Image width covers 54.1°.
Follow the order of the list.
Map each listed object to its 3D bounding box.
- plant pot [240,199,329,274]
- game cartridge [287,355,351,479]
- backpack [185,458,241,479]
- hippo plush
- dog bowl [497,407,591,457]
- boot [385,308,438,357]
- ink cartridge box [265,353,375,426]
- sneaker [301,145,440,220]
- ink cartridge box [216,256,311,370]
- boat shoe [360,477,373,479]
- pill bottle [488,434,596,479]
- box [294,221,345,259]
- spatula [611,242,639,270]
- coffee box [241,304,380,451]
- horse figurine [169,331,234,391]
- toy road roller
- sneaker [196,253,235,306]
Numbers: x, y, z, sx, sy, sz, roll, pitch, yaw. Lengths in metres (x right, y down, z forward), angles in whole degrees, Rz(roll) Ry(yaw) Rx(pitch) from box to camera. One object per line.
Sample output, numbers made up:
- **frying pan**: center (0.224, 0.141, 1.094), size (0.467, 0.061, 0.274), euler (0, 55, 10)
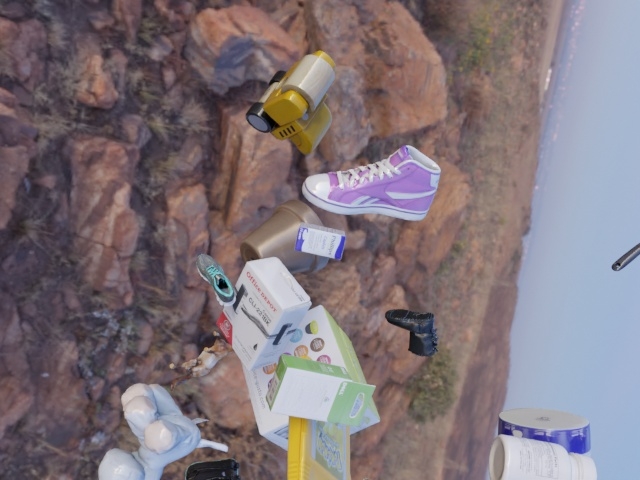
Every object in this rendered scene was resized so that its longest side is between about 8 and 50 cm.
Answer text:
- **plant pot**: center (-0.137, 0.023, 2.080), size (0.229, 0.263, 0.263), euler (-26, 133, -30)
- **game cartridge**: center (0.005, 0.475, 1.457), size (0.285, 0.052, 0.324), euler (56, 24, -45)
- **backpack**: center (-0.383, 0.859, 2.197), size (0.166, 0.188, 0.144), euler (-116, -144, -63)
- **hippo plush**: center (-0.449, 0.523, 1.604), size (0.236, 0.234, 0.294), euler (-49, 147, -1)
- **dog bowl**: center (0.669, 0.584, 1.882), size (0.265, 0.264, 0.104), euler (4, 86, -71)
- **boot**: center (0.206, 0.208, 1.408), size (0.045, 0.121, 0.099), euler (-52, 140, -56)
- **ink cartridge box**: center (0.000, 0.322, 1.338), size (0.062, 0.209, 0.109), euler (-130, -121, -66)
- **sneaker**: center (0.109, -0.138, 1.294), size (0.102, 0.282, 0.161), euler (-101, -160, -45)
- **ink cartridge box**: center (-0.170, 0.212, 1.827), size (0.114, 0.197, 0.273), euler (-8, 138, -45)
- **boat shoe**: center (0.187, 0.833, 2.070), size (0.056, 0.153, 0.048), euler (-63, -166, -18)
- **pill bottle**: center (0.543, 0.560, 1.538), size (0.131, 0.229, 0.131), euler (-169, -90, -88)
- **box**: center (0.000, 0.000, 1.816), size (0.126, 0.137, 0.072), euler (-82, -177, -82)
- **spatula**: center (0.964, 0.005, 1.836), size (0.296, 0.084, 0.030), euler (-31, 136, -13)
- **coffee box**: center (-0.035, 0.486, 2.140), size (0.338, 0.334, 0.338), euler (57, 9, -53)
- **horse figurine**: center (-0.366, 0.378, 1.990), size (0.263, 0.066, 0.174), euler (-39, 156, 1)
- **toy road roller**: center (-0.049, -0.408, 1.942), size (0.240, 0.329, 0.203), euler (41, 65, -22)
- **sneaker**: center (-0.287, 0.103, 1.749), size (0.065, 0.166, 0.076), euler (-34, 173, -22)
